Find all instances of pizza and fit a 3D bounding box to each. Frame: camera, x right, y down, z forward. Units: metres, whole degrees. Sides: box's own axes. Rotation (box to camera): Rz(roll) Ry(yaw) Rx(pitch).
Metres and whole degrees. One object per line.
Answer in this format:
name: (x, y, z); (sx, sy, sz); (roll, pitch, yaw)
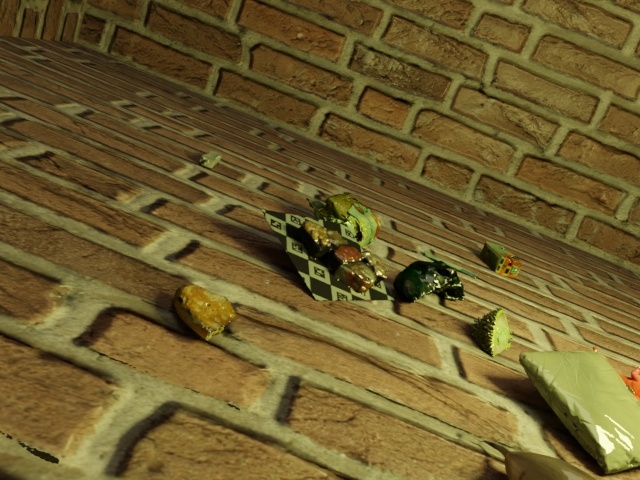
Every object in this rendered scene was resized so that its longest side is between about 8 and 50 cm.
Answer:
pizza: (-0.198, 0.124, 1.025); (0.099, 0.036, 0.160); (9, 22, -35)

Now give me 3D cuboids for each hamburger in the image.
hamburger: (0.064, -0.073, 1.801); (0.235, 0.125, 0.214); (44, 13, 19)

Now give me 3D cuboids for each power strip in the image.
power strip: (-0.375, -0.278, 2.048); (0.047, 0.030, 0.191); (22, 17, -4)

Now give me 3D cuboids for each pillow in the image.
pillow: (0.568, 0.338, 1.217); (0.274, 0.076, 0.281); (6, 35, -31)

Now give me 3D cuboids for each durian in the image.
durian: (0.430, 0.226, 1.483); (0.100, 0.086, 0.215); (60, 29, 7)

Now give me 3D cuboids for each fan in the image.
fan: (0.431, 0.081, 1.987); (0.193, 0.016, 0.038); (25, 20, 13)

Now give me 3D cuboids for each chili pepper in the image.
chili pepper: (0.288, 0.100, 1.574); (0.148, 0.116, 0.264); (28, 17, 30)

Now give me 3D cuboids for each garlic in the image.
garlic: (0.335, 0.363, 0.878); (0.128, 0.148, 0.266); (-35, 55, -27)

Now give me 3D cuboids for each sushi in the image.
sushi: (0.038, 0.019, 1.460); (0.294, 0.059, 0.292); (5, 42, -43)

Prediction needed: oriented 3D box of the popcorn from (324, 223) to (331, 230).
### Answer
popcorn: (0.000, 0.000, 1.605); (0.084, 0.084, 0.084); (20, 17, -6)

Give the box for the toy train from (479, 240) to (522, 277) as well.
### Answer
toy train: (0.666, 0.070, 2.228); (0.099, 0.072, 0.188); (10, 20, -18)

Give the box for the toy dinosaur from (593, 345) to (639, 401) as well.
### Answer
toy dinosaur: (0.753, 0.366, 1.476); (0.138, 0.070, 0.286); (-15, 32, -28)
